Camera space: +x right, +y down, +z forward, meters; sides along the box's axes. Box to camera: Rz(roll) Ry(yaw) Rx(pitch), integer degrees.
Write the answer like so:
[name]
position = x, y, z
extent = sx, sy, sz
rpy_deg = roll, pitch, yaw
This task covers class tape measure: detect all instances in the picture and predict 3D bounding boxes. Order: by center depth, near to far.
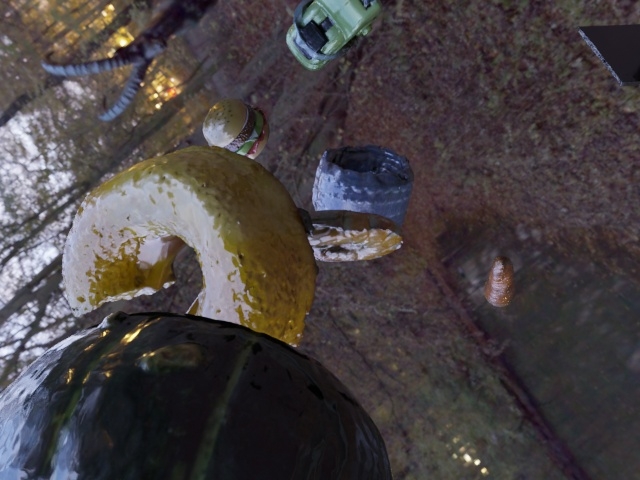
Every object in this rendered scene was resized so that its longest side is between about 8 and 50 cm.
[tape measure]
position = 0.022, -0.359, 0.855
extent = 0.106, 0.175, 0.200
rpy_deg = 48, -159, -14

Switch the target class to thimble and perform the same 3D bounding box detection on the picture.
[thimble]
position = 0.102, -0.125, 1.272
extent = 0.205, 0.236, 0.172
rpy_deg = -97, 12, -59

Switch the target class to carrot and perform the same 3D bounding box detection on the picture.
[carrot]
position = 0.300, 0.059, 0.879
extent = 0.057, 0.057, 0.224
rpy_deg = 50, -179, 26

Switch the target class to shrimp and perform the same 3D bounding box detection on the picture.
[shrimp]
position = 0.000, 0.000, 0.979
extent = 0.164, 0.316, 0.062
rpy_deg = 109, 159, -55

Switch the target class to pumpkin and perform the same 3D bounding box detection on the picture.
[pumpkin]
position = -0.101, 0.198, 0.408
extent = 0.323, 0.323, 0.241
rpy_deg = 52, -147, -36

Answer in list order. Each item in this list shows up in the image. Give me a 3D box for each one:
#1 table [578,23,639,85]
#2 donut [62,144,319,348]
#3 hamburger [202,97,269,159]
[table]
position = 0.669, -0.434, 0.931
extent = 0.251, 0.281, 0.196
rpy_deg = 96, 165, -56
[donut]
position = -0.222, 0.034, 0.843
extent = 0.435, 0.378, 0.163
rpy_deg = 32, -157, 18
[hamburger]
position = -0.229, -0.293, 1.386
extent = 0.137, 0.175, 0.175
rpy_deg = 26, -161, -49
